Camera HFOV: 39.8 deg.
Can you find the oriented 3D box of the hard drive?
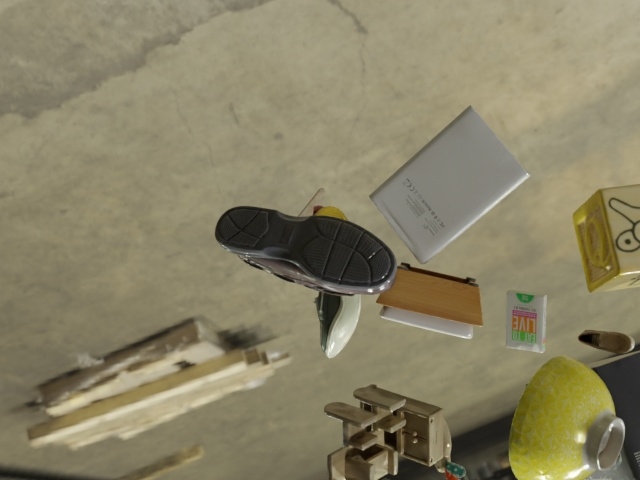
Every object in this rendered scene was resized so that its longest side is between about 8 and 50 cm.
[{"bbox_3d":[0.281,-0.121,1.960,0.307,0.203,0.040,-42,164,18],"label":"hard drive"}]

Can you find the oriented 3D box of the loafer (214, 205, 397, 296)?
[{"bbox_3d":[-0.017,0.021,1.357,0.302,0.109,0.095,16,155,23],"label":"loafer"}]

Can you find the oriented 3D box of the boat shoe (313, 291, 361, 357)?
[{"bbox_3d":[0.038,0.151,2.281,0.116,0.099,0.320,-23,130,-48],"label":"boat shoe"}]

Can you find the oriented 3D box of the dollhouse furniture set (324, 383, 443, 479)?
[{"bbox_3d":[0.080,0.357,1.543,0.161,0.212,0.242,11,-162,41],"label":"dollhouse furniture set"}]

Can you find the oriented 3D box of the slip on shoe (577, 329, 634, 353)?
[{"bbox_3d":[0.672,0.237,2.086,0.041,0.051,0.135,-2,-171,-39],"label":"slip on shoe"}]

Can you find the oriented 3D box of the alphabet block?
[{"bbox_3d":[0.670,-0.007,1.864,0.197,0.192,0.193,-6,163,-4],"label":"alphabet block"}]

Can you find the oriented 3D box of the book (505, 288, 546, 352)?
[{"bbox_3d":[0.507,0.198,2.173,0.096,0.144,0.035,7,-164,35],"label":"book"}]

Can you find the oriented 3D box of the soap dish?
[{"bbox_3d":[0.249,0.128,1.973,0.228,0.118,0.291,13,-178,7],"label":"soap dish"}]

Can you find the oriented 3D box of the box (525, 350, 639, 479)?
[{"bbox_3d":[0.725,0.470,2.249,0.179,0.313,0.343,-13,168,-21],"label":"box"}]

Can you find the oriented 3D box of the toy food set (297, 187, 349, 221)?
[{"bbox_3d":[0.000,0.000,1.744,0.071,0.128,0.218,0,138,40],"label":"toy food set"}]

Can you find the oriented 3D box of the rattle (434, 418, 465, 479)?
[{"bbox_3d":[0.275,0.543,2.270,0.142,0.200,0.130,9,144,-31],"label":"rattle"}]

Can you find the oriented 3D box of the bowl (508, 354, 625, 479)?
[{"bbox_3d":[0.542,0.403,1.862,0.156,0.290,0.289,17,-175,42],"label":"bowl"}]
